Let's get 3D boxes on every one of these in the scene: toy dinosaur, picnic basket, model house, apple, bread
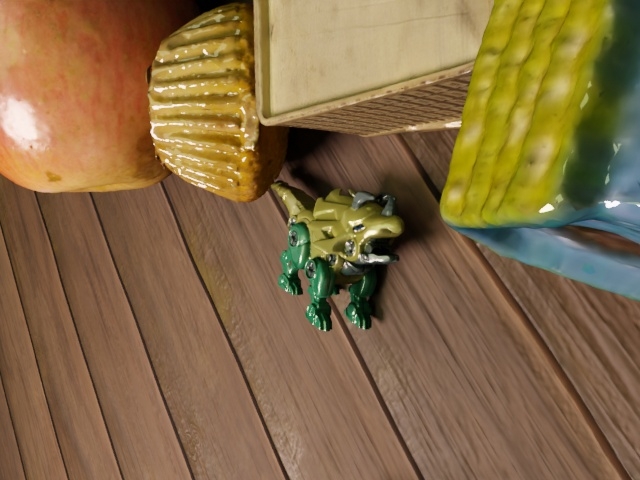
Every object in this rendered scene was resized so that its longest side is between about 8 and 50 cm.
[{"bbox_3d":[0.000,0.000,0.809,0.259,0.094,0.153,28,109,53],"label":"toy dinosaur"},{"bbox_3d":[0.096,-0.220,0.647,0.313,0.175,0.227,-2,89,51],"label":"picnic basket"},{"bbox_3d":[0.205,-0.089,0.360,0.303,0.216,0.237,12,83,49],"label":"model house"},{"bbox_3d":[-0.321,-0.224,0.979,0.364,0.364,0.363,-3,87,47],"label":"apple"},{"bbox_3d":[-0.104,-0.158,0.833,0.139,0.240,0.239,0,88,4],"label":"bread"}]
